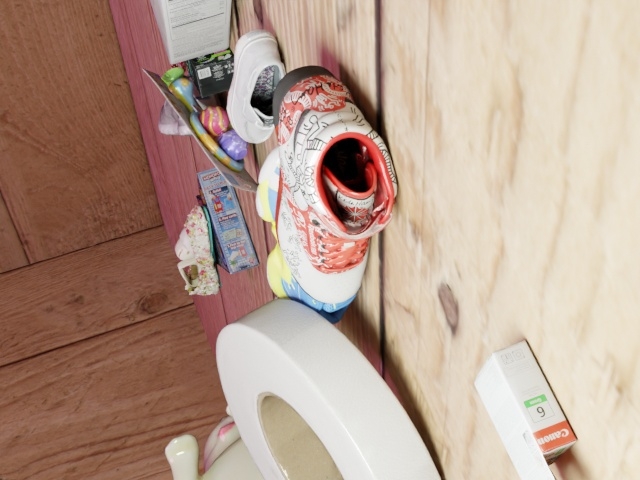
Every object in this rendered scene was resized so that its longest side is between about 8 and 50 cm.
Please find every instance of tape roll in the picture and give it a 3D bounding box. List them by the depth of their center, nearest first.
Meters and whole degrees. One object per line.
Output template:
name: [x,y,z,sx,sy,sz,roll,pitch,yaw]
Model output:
tape roll: [0.008,0.253,1.114,0.392,0.072,0.392,45,152,33]

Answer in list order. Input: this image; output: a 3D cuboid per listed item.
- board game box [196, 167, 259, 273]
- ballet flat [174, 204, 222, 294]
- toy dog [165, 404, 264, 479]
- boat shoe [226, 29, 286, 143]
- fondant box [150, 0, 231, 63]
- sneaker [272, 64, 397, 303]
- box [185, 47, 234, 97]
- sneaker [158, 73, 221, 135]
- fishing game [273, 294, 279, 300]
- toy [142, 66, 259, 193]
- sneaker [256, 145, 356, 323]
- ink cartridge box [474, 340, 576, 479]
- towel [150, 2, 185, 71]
board game box: [-0.187,-0.045,1.807,0.194,0.060,0.194,-161,54,-75]
ballet flat: [-0.239,0.032,1.820,0.241,0.077,0.091,87,162,-49]
toy dog: [-0.062,0.412,1.533,0.395,0.284,0.408,41,178,-22]
boat shoe: [-0.069,-0.169,1.134,0.184,0.066,0.063,108,145,-54]
fondant box: [-0.191,-0.391,1.208,0.330,0.096,0.238,143,110,-81]
sneaker: [0.014,-0.017,0.894,0.145,0.090,0.270,-120,20,-54]
box: [-0.163,-0.260,1.393,0.083,0.062,0.052,-120,16,-45]
sneaker: [-0.217,-0.241,1.640,0.281,0.105,0.115,-162,71,-68]
fishing game: [-0.060,0.157,1.457,0.264,0.041,0.189,160,126,-78]
toy: [-0.155,-0.172,1.406,0.237,0.056,0.137,49,-167,20]
sneaker: [0.000,0.000,1.045,0.126,0.091,0.240,41,151,33]
ink cartridge box: [0.149,0.134,0.656,0.063,0.029,0.115,97,151,-62]
towel: [-0.311,-0.477,1.822,0.275,0.031,0.199,95,155,-61]
